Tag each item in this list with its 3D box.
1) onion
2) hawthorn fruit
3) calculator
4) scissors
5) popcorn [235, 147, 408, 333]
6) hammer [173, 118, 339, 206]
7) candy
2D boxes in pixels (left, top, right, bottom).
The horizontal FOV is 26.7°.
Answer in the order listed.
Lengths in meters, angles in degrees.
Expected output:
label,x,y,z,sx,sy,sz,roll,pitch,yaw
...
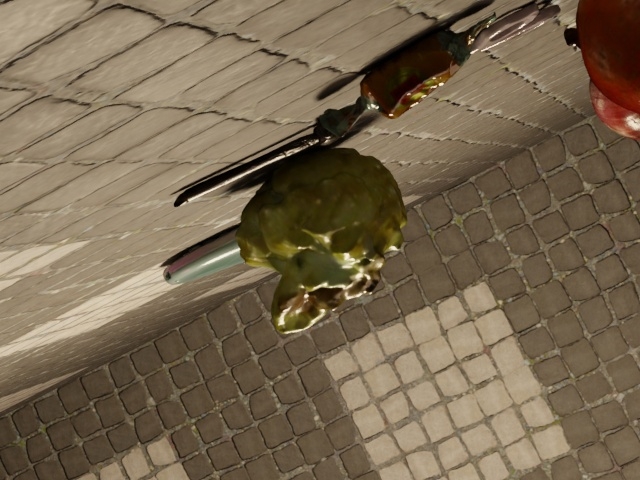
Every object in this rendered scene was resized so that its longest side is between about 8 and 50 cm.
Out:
label,x,y,z,sx,sy,sz,roll,pitch,yaw
onion,0.448,-0.218,1.930,0.159,0.160,0.195,-25,-167,-22
hawthorn fruit,0.300,-0.187,1.190,0.188,0.169,0.169,3,-168,29
calculator,-0.091,-0.004,1.953,0.298,0.041,0.185,-23,175,-27
scissors,0.139,-0.179,1.291,0.189,0.015,0.100,-26,176,33
popcorn,0.000,0.000,1.507,0.197,0.213,0.198,6,170,1
hammer,-0.063,-0.075,1.309,0.178,0.021,0.065,-23,176,-3
candy,0.075,-0.137,1.148,0.182,0.046,0.053,-30,177,24
